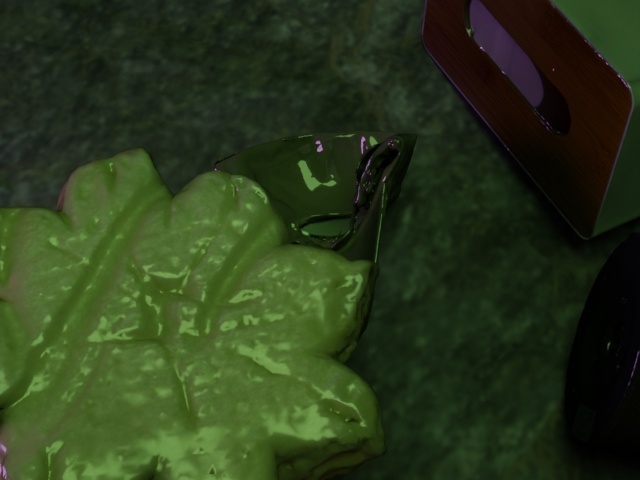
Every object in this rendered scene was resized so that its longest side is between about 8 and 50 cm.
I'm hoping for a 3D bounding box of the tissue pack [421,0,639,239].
[{"bbox_3d":[0.201,-0.151,0.992,0.136,0.159,0.246,-21,54,-19],"label":"tissue pack"}]

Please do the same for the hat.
[{"bbox_3d":[0.000,0.000,0.962,0.147,0.085,0.175,-1,80,22],"label":"hat"}]

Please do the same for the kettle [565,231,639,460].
[{"bbox_3d":[0.305,0.074,0.891,0.232,0.144,0.202,15,87,-6],"label":"kettle"}]

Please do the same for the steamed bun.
[{"bbox_3d":[-0.099,0.090,0.853,0.295,0.137,0.292,-22,64,-23],"label":"steamed bun"}]
